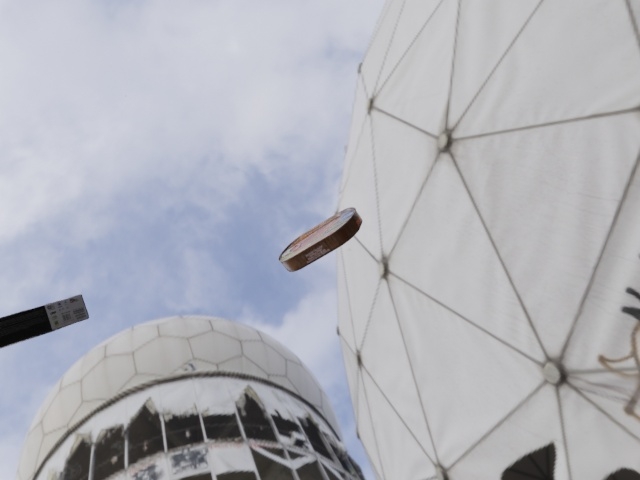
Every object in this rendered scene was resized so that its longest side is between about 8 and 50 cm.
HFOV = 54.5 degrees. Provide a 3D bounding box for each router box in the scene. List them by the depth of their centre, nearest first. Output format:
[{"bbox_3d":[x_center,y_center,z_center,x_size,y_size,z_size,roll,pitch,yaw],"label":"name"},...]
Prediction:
[{"bbox_3d":[-0.481,0.139,0.989,0.178,0.133,0.046,-18,-90,-42],"label":"router box"}]

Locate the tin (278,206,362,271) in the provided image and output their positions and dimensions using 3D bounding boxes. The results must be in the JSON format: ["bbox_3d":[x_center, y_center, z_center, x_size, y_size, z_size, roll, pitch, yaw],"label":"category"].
[{"bbox_3d":[0.000,0.000,1.219,0.189,0.106,0.040,-30,-77,24],"label":"tin"}]
